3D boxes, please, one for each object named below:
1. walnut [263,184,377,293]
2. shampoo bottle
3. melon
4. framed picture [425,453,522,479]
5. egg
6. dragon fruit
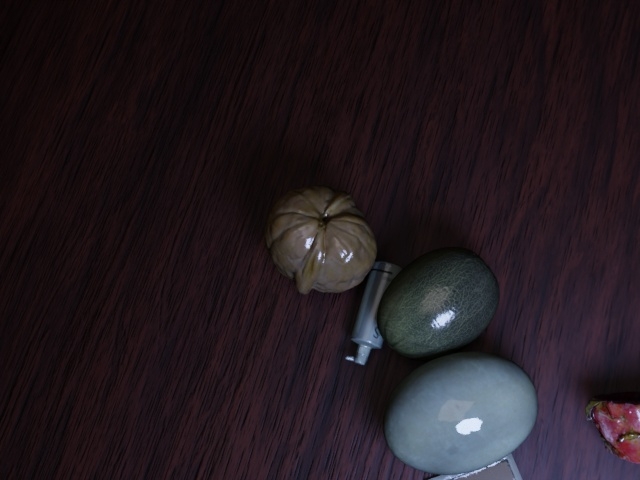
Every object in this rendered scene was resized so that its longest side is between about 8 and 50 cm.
[{"bbox_3d":[0.000,0.000,1.754,0.296,0.285,0.285,24,78,7],"label":"walnut"},{"bbox_3d":[0.137,0.186,1.753,0.085,0.085,0.262,13,75,17],"label":"shampoo bottle"},{"bbox_3d":[0.278,0.155,1.651,0.301,0.237,0.237,-38,67,-2],"label":"melon"},{"bbox_3d":[0.385,0.645,1.572,0.216,0.016,0.273,-21,68,6],"label":"framed picture"},{"bbox_3d":[0.310,0.385,1.551,0.352,0.258,0.258,-15,68,4],"label":"egg"},{"bbox_3d":[0.710,0.402,1.482,0.282,0.211,0.147,-1,83,-5],"label":"dragon fruit"}]
